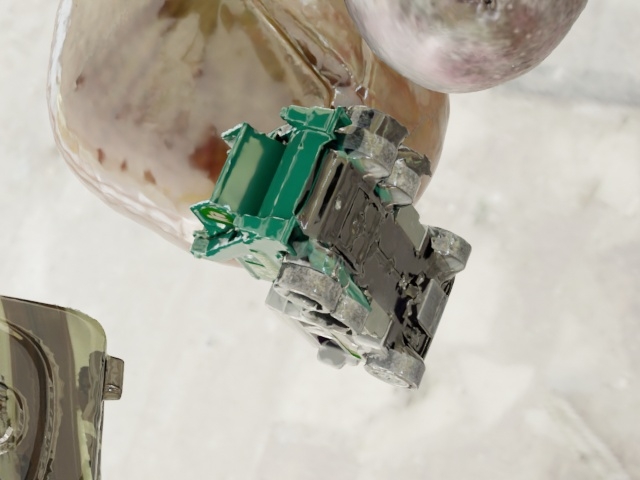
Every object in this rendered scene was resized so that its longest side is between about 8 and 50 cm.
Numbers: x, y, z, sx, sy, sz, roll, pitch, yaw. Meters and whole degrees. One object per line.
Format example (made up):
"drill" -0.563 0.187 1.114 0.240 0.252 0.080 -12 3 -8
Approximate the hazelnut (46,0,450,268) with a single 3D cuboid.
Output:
"hazelnut" -0.078 -0.151 1.823 0.409 0.359 0.359 26 90 25

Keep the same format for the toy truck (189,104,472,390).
"toy truck" 0.000 0.000 1.076 0.116 0.216 0.110 15 73 27

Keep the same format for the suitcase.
"suitcase" -0.327 0.184 1.383 0.351 0.339 0.194 -95 19 -53

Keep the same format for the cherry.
"cherry" 0.107 -0.200 1.397 0.195 0.195 0.195 -24 54 38
